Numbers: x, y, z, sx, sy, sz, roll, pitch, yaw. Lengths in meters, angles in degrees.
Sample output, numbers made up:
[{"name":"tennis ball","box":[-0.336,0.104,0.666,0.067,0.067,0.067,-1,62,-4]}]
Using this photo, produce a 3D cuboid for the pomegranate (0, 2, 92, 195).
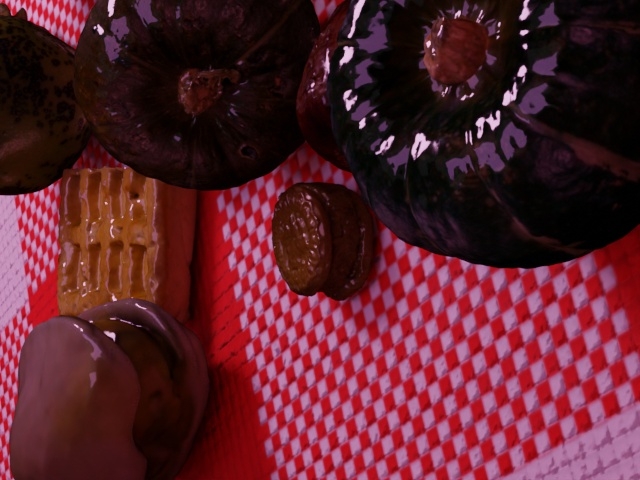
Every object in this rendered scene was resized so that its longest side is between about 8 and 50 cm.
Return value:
[{"name":"pomegranate","box":[-0.364,-0.158,1.833,0.276,0.222,0.204,-99,24,-78]}]

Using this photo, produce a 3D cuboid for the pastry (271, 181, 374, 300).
[{"name":"pastry","box":[0.000,0.000,1.342,0.109,0.057,0.097,57,136,45]}]

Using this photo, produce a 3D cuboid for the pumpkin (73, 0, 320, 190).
[{"name":"pumpkin","box":[-0.103,-0.146,1.372,0.157,0.223,0.224,-83,11,-64]}]

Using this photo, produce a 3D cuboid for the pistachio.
[{"name":"pistachio","box":[-0.215,0.160,1.570,0.197,0.166,0.288,47,133,17]}]

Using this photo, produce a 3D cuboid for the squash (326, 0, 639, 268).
[{"name":"squash","box":[0.124,-0.106,1.019,0.252,0.165,0.252,-2,87,45]}]

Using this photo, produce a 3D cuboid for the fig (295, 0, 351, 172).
[{"name":"fig","box":[0.048,-0.156,1.215,0.146,0.133,0.201,-22,60,47]}]

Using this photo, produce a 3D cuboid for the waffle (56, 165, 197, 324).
[{"name":"waffle","box":[-0.207,0.005,1.684,0.274,0.057,0.168,0,89,59]}]
